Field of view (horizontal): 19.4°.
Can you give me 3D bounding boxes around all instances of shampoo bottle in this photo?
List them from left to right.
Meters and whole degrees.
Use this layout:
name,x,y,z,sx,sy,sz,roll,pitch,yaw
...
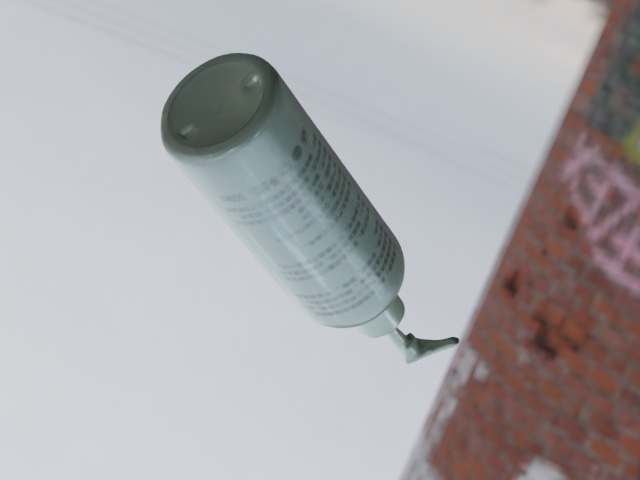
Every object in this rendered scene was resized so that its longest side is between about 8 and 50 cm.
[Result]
name,x,y,z,sx,sy,sz,roll,pitch,yaw
shampoo bottle,0.000,0.000,0.805,0.056,0.056,0.195,37,168,43
